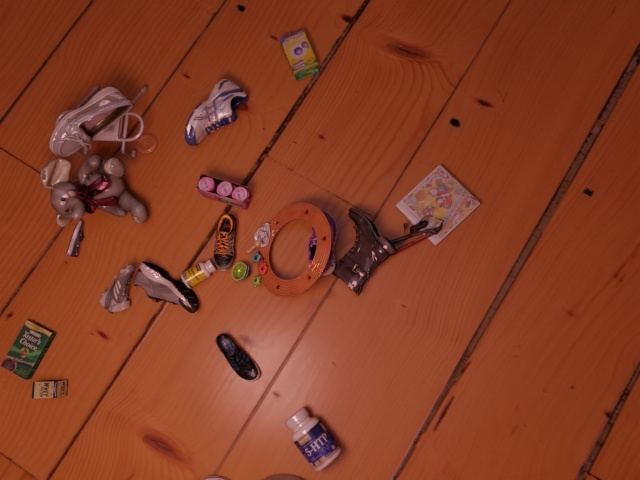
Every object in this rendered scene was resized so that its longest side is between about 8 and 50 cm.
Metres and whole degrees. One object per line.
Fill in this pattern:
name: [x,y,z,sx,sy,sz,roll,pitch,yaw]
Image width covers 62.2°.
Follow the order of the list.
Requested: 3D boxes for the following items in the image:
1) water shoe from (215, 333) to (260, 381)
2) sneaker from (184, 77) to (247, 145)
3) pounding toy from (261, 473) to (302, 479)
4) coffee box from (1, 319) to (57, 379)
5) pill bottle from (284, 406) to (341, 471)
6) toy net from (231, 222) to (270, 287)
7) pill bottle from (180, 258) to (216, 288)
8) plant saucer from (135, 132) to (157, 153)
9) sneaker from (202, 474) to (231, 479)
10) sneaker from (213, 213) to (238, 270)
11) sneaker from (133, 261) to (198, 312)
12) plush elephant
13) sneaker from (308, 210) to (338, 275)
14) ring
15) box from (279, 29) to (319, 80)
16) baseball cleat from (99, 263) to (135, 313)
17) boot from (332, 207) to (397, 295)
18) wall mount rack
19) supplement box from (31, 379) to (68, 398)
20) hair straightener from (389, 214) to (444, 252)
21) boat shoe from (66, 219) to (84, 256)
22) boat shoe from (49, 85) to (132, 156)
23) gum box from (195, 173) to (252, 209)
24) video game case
water shoe: [-0.292,0.407,1.822,0.073,0.080,0.203,-45,80,-5]
sneaker: [-0.389,-0.468,1.988,0.131,0.112,0.296,31,83,8]
pounding toy: [-0.120,0.859,1.671,0.183,0.237,0.110,-5,105,-12]
coffee box: [-1.038,0.387,1.888,0.113,0.040,0.184,26,81,8]
pill bottle: [-0.029,0.648,1.743,0.112,0.112,0.186,-40,79,-5]
toy net: [-0.229,0.044,1.885,0.122,0.045,0.232,17,84,38]
pill bottle: [-0.434,0.117,1.896,0.116,0.065,0.065,-32,79,-4]
plant saucer: [-0.668,-0.372,2.033,0.084,0.013,0.083,0,79,2]
sneaker: [-0.280,0.860,1.691,0.282,0.161,0.102,30,83,10]
sneaker: [-0.346,0.002,1.906,0.084,0.083,0.214,2,80,2]
sneaker: [-0.546,0.183,1.881,0.272,0.100,0.108,32,91,15]
plush elephant: [-0.829,-0.165,1.873,0.330,0.271,0.255,29,56,32]
sneaker: [0.000,0.000,1.859,0.095,0.104,0.236,-10,67,25]
ring: [-0.091,0.033,1.830,0.337,0.032,0.336,-14,66,35]
box: [-0.080,-0.716,2.055,0.105,0.043,0.179,-22,80,-1]
baseball cleat: [-0.699,0.178,1.884,0.109,0.072,0.206,44,112,1]
boot: [0.117,0.035,1.867,0.229,0.091,0.263,-44,61,8]
wall mount rack: [-0.801,-0.463,2.002,0.350,0.130,0.303,5,83,8]
supplement box: [-0.934,0.514,1.835,0.083,0.083,0.056,-2,80,2]
hair straightener: [0.325,-0.030,1.873,0.231,0.047,0.089,-26,83,10]
boat shoe: [-0.899,-0.006,1.961,0.040,0.049,0.142,21,70,-29]
boat shoe: [-0.807,-0.406,1.865,0.320,0.118,0.103,-44,70,-11]
gum box: [-0.343,-0.175,1.928,0.189,0.107,0.062,17,80,6]
video game case: [0.423,-0.129,1.917,0.227,0.026,0.206,-42,80,-6]
